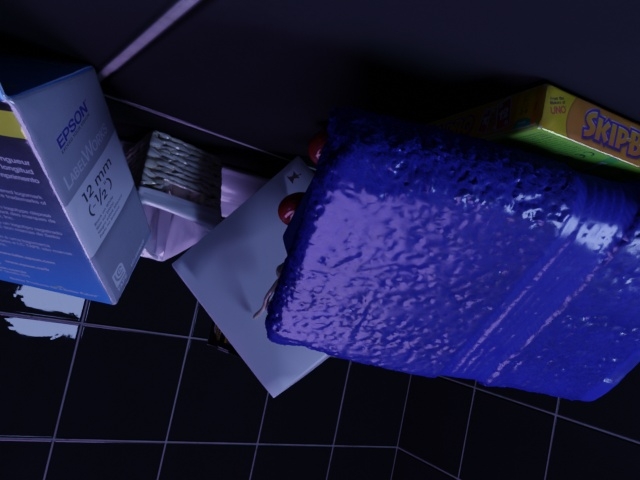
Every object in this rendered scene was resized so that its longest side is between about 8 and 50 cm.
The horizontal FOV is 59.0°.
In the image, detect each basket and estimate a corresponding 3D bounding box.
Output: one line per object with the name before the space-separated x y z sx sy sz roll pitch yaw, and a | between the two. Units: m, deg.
basket | -0.208 -0.052 0.724 0.113 0.103 0.167 21 152 -35

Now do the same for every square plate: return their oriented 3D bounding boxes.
square plate | -0.240 -0.093 0.933 0.347 0.049 0.344 14 174 -14

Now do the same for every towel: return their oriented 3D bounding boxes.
towel | 0.125 0.023 0.427 0.308 0.076 0.228 12 134 -10

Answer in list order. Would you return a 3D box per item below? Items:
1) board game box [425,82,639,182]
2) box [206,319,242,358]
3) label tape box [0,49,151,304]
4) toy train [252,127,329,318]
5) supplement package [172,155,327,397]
board game box | 0.216 -0.047 0.425 0.259 0.039 0.124 17 173 -23
box | -0.112 0.098 1.210 0.079 0.322 0.257 18 172 -40
label tape box | -0.318 -0.096 0.504 0.249 0.115 0.348 12 142 6
toy train | 0.032 0.006 0.570 0.143 0.105 0.248 1 142 -26
supplement package | -0.022 0.053 0.756 0.199 0.198 0.262 50 -179 10
